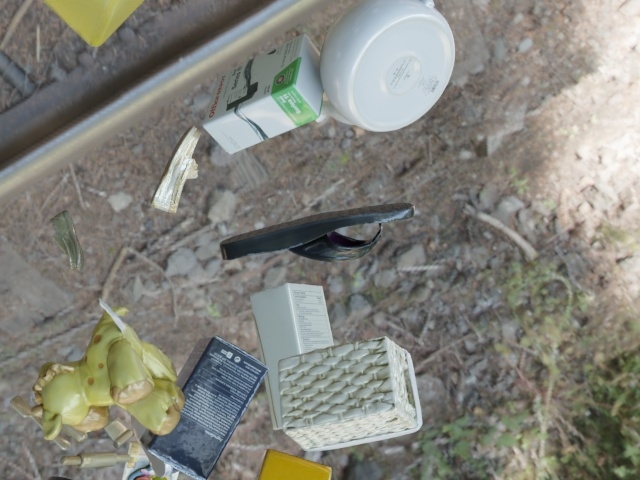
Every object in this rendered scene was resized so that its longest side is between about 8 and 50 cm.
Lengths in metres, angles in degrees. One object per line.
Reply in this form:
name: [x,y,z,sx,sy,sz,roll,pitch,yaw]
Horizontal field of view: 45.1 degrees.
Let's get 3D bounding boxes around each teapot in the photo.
teapot: [0.096,-0.330,1.342,0.256,0.187,0.252,-30,137,-9]

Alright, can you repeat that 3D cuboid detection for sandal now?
sandal: [-0.001,0.000,1.717,0.446,0.167,0.107,-13,98,13]

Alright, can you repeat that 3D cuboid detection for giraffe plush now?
giraffe plush: [-0.320,0.210,1.106,0.170,0.181,0.210,-34,102,1]

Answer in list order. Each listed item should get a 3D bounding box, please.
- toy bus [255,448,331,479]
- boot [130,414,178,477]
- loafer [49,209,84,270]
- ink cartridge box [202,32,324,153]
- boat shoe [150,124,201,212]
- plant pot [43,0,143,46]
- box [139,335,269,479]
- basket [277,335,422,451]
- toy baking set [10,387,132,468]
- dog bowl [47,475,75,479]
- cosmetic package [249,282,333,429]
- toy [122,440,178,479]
toy bus: [-0.080,0.481,1.125,0.108,0.332,0.130,18,162,-3]
boot: [-0.379,0.467,1.832,0.069,0.190,0.086,-42,156,31]
loafer: [-0.553,0.005,1.682,0.050,0.148,0.056,-18,156,-11]
ink cartridge box: [-0.099,-0.263,1.401,0.208,0.153,0.087,-18,135,29]
boat shoe: [-0.257,-0.130,1.439,0.059,0.063,0.170,26,95,-17]
plant pot: [-0.313,-0.448,1.102,0.212,0.187,0.212,43,64,-18]
box: [-0.194,0.272,1.267,0.108,0.153,0.207,33,72,-10]
basket: [0.035,0.198,1.002,0.167,0.113,0.103,-15,150,14]
toy baking set: [-0.488,0.369,1.527,0.030,0.196,0.256,-48,151,17]
dog bowl: [-0.410,0.642,1.577,0.408,0.150,0.408,18,149,11]
cosmetic package: [-0.050,0.261,1.758,0.113,0.309,0.160,-19,164,28]
toy: [-0.427,0.607,1.936,0.137,0.056,0.237,9,117,-15]
